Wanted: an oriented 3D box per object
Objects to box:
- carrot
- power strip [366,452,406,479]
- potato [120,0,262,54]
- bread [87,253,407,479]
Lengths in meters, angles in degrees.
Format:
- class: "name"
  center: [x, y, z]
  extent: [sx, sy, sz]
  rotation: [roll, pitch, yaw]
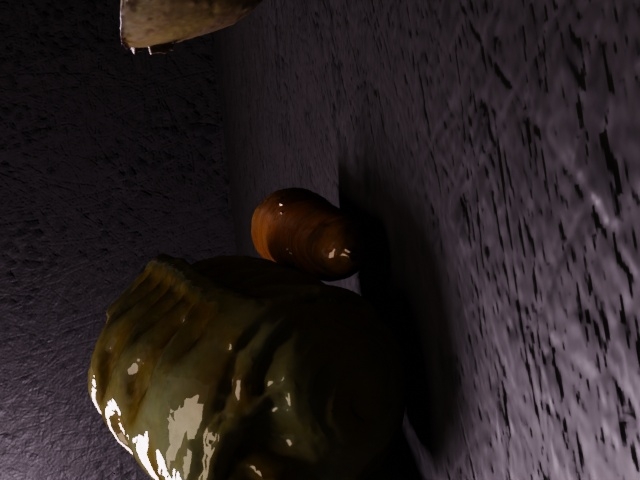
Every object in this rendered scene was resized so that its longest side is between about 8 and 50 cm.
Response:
- class: "carrot"
  center: [0.000, 0.000, 0.750]
  extent: [0.209, 0.061, 0.061]
  rotation: [-157, 61, -78]
- class: "power strip"
  center: [0.021, 0.168, 0.747]
  extent: [0.270, 0.046, 0.118]
  rotation: [-120, 25, -74]
- class: "potato"
  center: [-0.075, -0.274, 0.921]
  extent: [0.299, 0.115, 0.239]
  rotation: [-86, 2, -50]
- class: "bread"
  center: [-0.046, 0.079, 0.693]
  extent: [0.130, 0.152, 0.267]
  rotation: [53, 168, -15]
